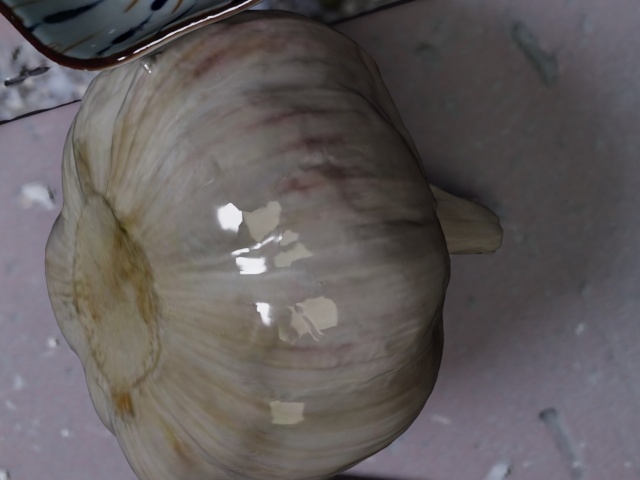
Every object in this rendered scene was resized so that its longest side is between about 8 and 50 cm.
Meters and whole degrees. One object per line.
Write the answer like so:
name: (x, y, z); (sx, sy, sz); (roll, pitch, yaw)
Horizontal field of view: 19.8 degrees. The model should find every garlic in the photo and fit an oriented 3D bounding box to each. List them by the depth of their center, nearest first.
garlic: (0.000, 0.000, 0.796); (0.212, 0.218, 0.218); (-12, 122, -34)

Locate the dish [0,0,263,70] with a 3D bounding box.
dish: (-0.060, -0.154, 0.728); (0.191, 0.190, 0.066); (-44, 157, 15)
